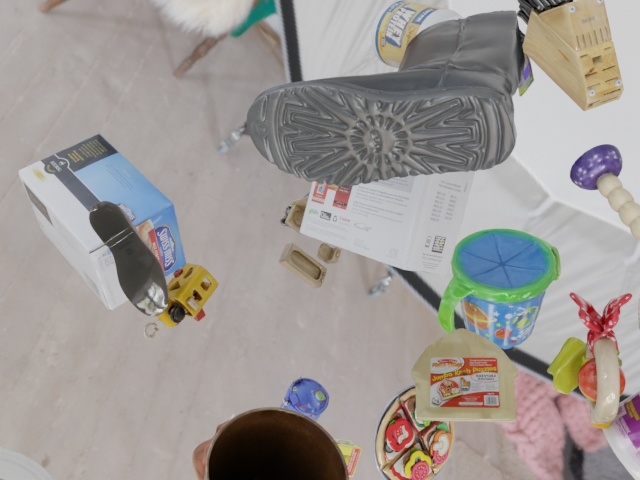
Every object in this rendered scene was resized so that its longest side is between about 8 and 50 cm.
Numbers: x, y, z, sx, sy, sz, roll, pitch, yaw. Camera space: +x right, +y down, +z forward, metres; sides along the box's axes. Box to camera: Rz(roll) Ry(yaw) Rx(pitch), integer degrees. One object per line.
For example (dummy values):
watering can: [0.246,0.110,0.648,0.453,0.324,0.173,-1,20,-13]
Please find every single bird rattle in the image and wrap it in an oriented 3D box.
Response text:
bird rattle: [0.513,0.221,1.264,0.253,0.143,0.207,88,6,-52]

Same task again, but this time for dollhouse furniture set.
dollhouse furniture set: [0.000,0.000,1.556,0.144,0.123,0.151,38,57,-28]

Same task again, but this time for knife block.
knife block: [0.472,-0.397,1.414,0.242,0.088,0.275,-162,-127,-73]

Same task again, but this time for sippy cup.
sippy cup: [0.428,0.126,1.661,0.240,0.306,0.224,-84,168,-51]

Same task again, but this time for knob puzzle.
knob puzzle: [0.263,0.247,1.283,0.030,0.213,0.213,75,15,-45]

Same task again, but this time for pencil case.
pencil case: [-0.077,0.532,2.129,0.133,0.306,0.119,-1,54,-23]

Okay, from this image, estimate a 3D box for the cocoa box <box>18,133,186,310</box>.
cocoa box: [-0.528,-0.053,1.715,0.228,0.231,0.347,-34,57,-27]

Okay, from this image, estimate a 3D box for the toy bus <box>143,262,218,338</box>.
toy bus: [-0.362,0.158,1.857,0.191,0.104,0.202,-6,98,-46]

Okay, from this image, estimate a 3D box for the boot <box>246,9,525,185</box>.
boot: [0.128,-0.250,1.091,0.445,0.367,0.146,-66,157,-53]

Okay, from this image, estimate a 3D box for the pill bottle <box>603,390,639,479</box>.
pill bottle: [0.675,0.307,1.248,0.169,0.301,0.169,39,23,-20]

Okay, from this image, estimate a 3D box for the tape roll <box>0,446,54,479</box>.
tape roll: [-0.529,0.460,1.054,0.246,0.169,0.246,31,28,-19]

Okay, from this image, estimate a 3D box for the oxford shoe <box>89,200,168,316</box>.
oxford shoe: [-0.316,0.028,1.192,0.076,0.076,0.212,-144,-151,-84]

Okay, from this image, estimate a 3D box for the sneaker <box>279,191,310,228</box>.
sneaker: [-0.065,-0.086,2.038,0.065,0.158,0.061,6,48,-37]

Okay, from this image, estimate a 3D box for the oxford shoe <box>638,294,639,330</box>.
oxford shoe: [0.699,0.008,1.262,0.449,0.169,0.130,-55,141,-17]

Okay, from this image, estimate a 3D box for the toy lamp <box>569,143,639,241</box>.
toy lamp: [0.397,0.002,0.837,0.080,0.080,0.274,26,33,-41]

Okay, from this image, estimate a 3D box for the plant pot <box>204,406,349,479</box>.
plant pot: [-0.091,0.416,1.097,0.215,0.230,0.215,11,43,-11]

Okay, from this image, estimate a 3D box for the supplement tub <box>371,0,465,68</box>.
supplement tub: [0.220,-0.423,1.479,0.144,0.144,0.200,21,8,-44]

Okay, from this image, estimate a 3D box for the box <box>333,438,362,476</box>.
box: [-0.004,0.558,1.819,0.232,0.058,0.087,20,88,-36]

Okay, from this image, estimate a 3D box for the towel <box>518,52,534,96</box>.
towel: [0.440,-0.361,1.518,0.009,0.060,0.083,5,61,-13]

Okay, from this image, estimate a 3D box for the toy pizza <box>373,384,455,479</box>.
toy pizza: [0.186,0.374,1.325,0.201,0.032,0.201,0,91,-32]

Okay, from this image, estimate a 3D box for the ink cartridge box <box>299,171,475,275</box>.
ink cartridge box: [0.128,-0.103,1.354,0.130,0.309,0.271,10,97,-40]

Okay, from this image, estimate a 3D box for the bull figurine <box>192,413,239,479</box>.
bull figurine: [-0.155,0.501,1.379,0.101,0.188,0.310,32,15,-52]
